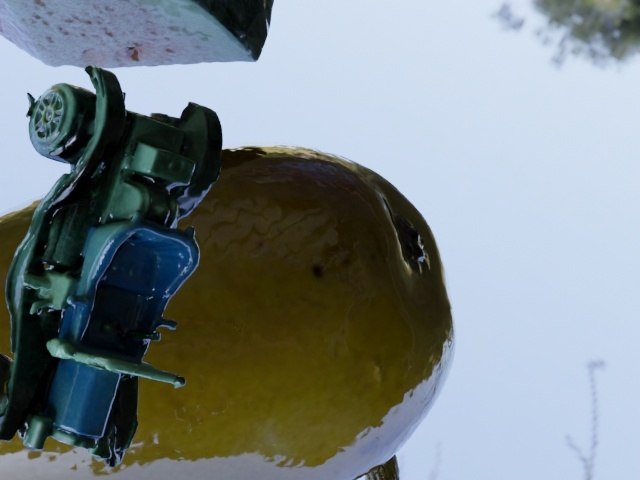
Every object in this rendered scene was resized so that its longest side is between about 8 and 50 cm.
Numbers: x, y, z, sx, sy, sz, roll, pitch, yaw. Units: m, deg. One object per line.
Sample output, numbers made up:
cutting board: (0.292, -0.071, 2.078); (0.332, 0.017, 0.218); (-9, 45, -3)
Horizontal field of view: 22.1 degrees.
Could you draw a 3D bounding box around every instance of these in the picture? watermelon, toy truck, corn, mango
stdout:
watermelon: (-0.161, -0.213, 1.166); (0.289, 0.214, 0.320); (39, -150, -3)
toy truck: (-0.083, 0.014, 0.652); (0.080, 0.154, 0.078); (17, 180, -44)
corn: (0.043, 0.174, 1.165); (0.028, 0.027, 0.083); (0, -157, 1)
mango: (-0.126, 0.084, 1.073); (0.445, 0.300, 0.232); (-17, -117, -8)
